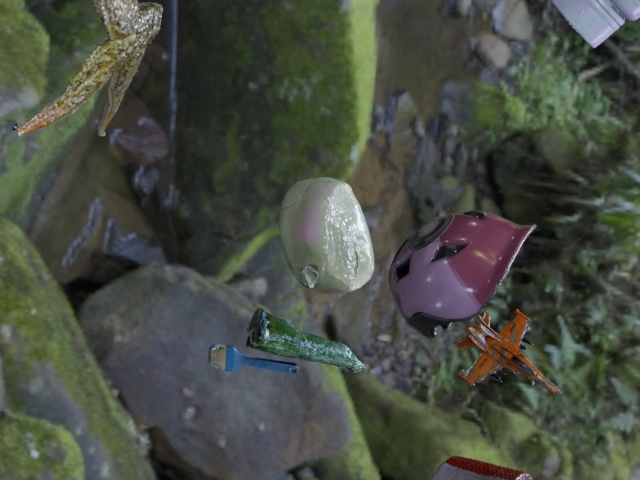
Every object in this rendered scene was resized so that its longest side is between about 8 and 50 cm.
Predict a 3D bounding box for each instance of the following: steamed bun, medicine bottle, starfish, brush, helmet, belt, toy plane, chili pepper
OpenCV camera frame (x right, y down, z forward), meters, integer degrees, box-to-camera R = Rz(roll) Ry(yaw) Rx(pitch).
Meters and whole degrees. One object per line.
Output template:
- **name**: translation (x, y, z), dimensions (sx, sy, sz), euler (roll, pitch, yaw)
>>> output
- **steamed bun**: translation (0.000, 0.000, 2.045), dimensions (0.152, 0.170, 0.239), euler (-35, 115, -38)
- **medicine bottle**: translation (0.508, -0.449, 1.698), dimensions (0.254, 0.152, 0.152), euler (-42, 157, 22)
- **starfish**: translation (-0.380, -0.349, 1.812), dimensions (0.384, 0.132, 0.398), euler (-54, -176, 15)
- **brush**: translation (-0.119, 0.216, 1.829), dimensions (0.014, 0.164, 0.051), euler (-70, 166, -63)
- **helmet**: translation (0.197, 0.036, 1.576), dimensions (0.198, 0.154, 0.253), euler (-50, 171, -38)
- **belt**: translation (0.167, 0.345, 1.238), dimensions (0.201, 0.124, 0.128), euler (-39, 129, -49)
- **toy plane**: translation (0.282, 0.176, 1.510), dimensions (0.135, 0.188, 0.062), euler (-49, 147, -5)
- **chili pepper**: translation (-0.018, 0.189, 1.800), dimensions (0.226, 0.059, 0.088), euler (23, 35, -21)
